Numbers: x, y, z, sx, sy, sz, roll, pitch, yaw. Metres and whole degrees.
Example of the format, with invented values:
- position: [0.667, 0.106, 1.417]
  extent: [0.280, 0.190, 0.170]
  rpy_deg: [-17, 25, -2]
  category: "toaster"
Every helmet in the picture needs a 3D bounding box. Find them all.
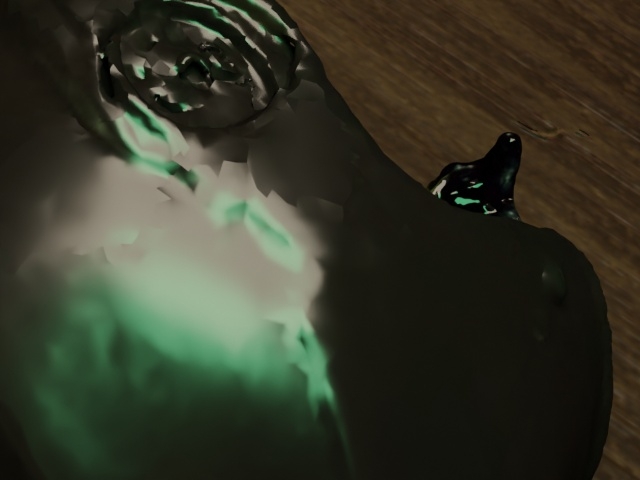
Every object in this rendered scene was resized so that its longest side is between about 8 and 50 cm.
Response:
- position: [-0.070, 0.055, 0.528]
  extent: [0.305, 0.225, 0.177]
  rpy_deg: [29, 54, -6]
  category: "helmet"

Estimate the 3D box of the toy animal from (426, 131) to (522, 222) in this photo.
- position: [0.007, -0.007, 0.728]
  extent: [0.202, 0.070, 0.105]
  rpy_deg: [20, 63, -11]
  category: "toy animal"
